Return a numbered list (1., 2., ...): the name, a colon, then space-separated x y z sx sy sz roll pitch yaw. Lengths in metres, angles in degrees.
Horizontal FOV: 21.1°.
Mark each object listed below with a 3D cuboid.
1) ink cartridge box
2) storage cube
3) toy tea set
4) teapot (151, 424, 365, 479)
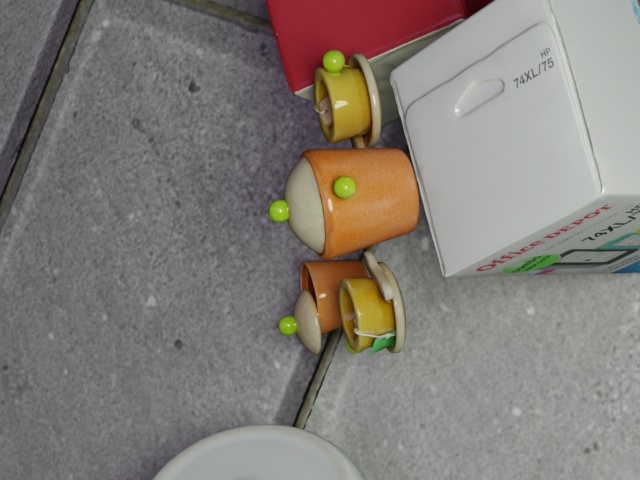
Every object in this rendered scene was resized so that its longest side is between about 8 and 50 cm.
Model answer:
1. ink cartridge box: 0.237 -0.092 1.473 0.198 0.270 0.197 -31 67 47
2. storage cube: 0.066 -0.243 1.662 0.215 0.183 0.193 -21 73 21
3. toy tea set: 0.000 0.000 1.570 0.124 0.336 0.200 -10 44 -12
4. teapot: -0.047 0.311 1.624 0.252 0.187 0.256 -33 43 -17
